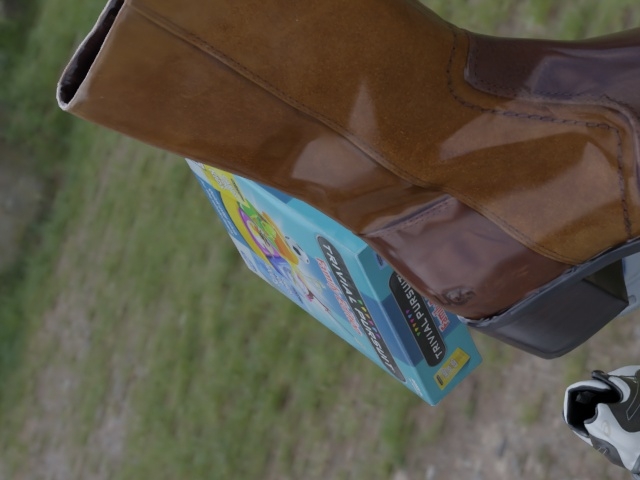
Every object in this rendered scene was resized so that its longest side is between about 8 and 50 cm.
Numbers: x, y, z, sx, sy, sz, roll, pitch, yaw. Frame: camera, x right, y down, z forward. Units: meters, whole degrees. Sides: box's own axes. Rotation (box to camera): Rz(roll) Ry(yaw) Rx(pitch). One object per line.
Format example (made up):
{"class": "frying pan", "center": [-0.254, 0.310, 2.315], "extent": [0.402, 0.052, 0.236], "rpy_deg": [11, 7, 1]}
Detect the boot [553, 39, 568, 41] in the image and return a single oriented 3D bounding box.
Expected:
{"class": "boot", "center": [0.256, -0.069, 1.649], "extent": [0.269, 0.089, 0.236], "rpy_deg": [-51, -51, -63]}

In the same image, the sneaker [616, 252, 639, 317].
{"class": "sneaker", "center": [0.258, -0.009, 0.955], "extent": [0.297, 0.129, 0.111], "rpy_deg": [12, 122, 38]}

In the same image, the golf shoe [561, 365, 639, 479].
{"class": "golf shoe", "center": [0.242, 0.131, 1.276], "extent": [0.077, 0.094, 0.198], "rpy_deg": [-57, 7, 7]}

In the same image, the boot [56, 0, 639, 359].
{"class": "boot", "center": [0.065, -0.093, 0.672], "extent": [0.264, 0.280, 0.096], "rpy_deg": [-43, 27, 37]}

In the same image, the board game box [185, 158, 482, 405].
{"class": "board game box", "center": [0.000, 0.000, 1.649], "extent": [0.079, 0.253, 0.336], "rpy_deg": [-42, 45, -14]}
